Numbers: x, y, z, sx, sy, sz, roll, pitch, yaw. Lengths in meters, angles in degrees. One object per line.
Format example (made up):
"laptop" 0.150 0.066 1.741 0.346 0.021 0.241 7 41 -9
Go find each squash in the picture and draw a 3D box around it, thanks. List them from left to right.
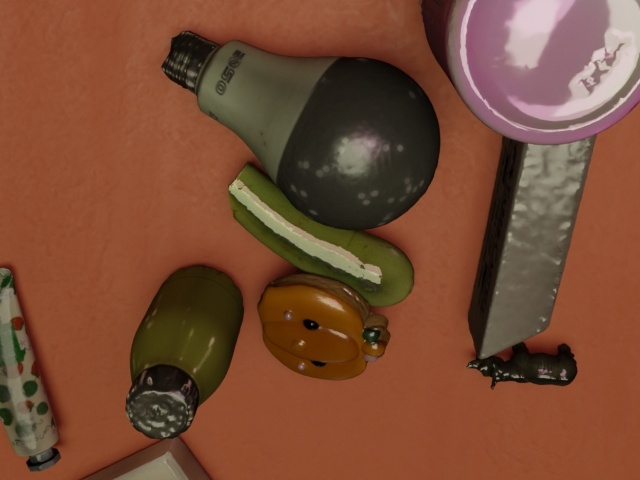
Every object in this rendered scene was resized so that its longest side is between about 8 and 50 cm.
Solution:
"squash" 0.000 0.000 0.977 0.250 0.083 0.083 31 109 -6

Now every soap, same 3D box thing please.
"soap" -0.244 0.357 1.131 0.183 0.064 0.121 -28 105 12

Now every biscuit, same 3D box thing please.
"biscuit" 0.001 0.115 0.993 0.170 0.050 0.170 14 137 13

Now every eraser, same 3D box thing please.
"eraser" 0.236 -0.038 0.933 0.077 0.111 0.352 8 112 1

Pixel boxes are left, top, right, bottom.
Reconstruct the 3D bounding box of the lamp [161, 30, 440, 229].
"lamp" -0.029 -0.117 0.879 0.314 0.182 0.182 13 112 2

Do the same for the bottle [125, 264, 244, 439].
"bottle" -0.153 0.122 0.928 0.112 0.260 0.112 1 111 2

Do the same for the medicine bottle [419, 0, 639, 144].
"medicine bottle" 0.188 -0.208 0.769 0.178 0.290 0.178 1 112 2

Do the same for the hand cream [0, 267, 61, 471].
"hand cream" -0.399 0.169 1.069 0.095 0.059 0.276 -13 106 5

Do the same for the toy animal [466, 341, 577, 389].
"toy animal" 0.250 0.157 1.034 0.136 0.065 0.047 4 111 1
